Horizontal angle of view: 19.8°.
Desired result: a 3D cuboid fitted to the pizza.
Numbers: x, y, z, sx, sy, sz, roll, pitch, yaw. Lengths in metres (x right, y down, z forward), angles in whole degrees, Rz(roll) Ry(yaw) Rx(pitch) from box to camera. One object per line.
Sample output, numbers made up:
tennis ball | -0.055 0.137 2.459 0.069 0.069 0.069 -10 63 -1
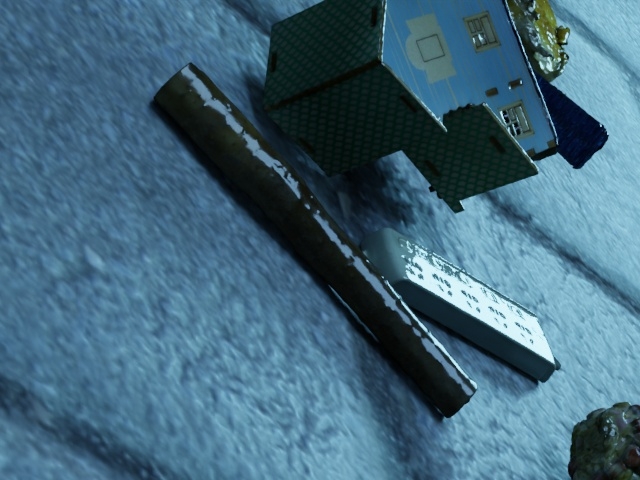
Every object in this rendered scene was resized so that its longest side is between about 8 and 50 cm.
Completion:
pizza | 0.229 -0.292 2.192 0.189 0.071 0.297 33 28 -59

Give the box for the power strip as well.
power strip | 0.126 0.059 1.518 0.252 0.027 0.060 29 30 -37

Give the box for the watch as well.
watch | 0.178 -0.197 1.839 0.276 0.068 0.274 53 -1 -3

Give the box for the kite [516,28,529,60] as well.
kite | 0.226 -0.189 2.014 0.232 0.009 0.189 62 2 26

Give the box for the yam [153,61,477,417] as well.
yam | 0.000 0.000 1.368 0.327 0.045 0.045 48 46 -2

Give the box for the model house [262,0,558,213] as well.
model house | 0.053 -0.141 1.518 0.206 0.178 0.271 -24 97 -51

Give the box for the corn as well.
corn | 0.305 0.222 1.503 0.280 0.092 0.092 37 26 -32
